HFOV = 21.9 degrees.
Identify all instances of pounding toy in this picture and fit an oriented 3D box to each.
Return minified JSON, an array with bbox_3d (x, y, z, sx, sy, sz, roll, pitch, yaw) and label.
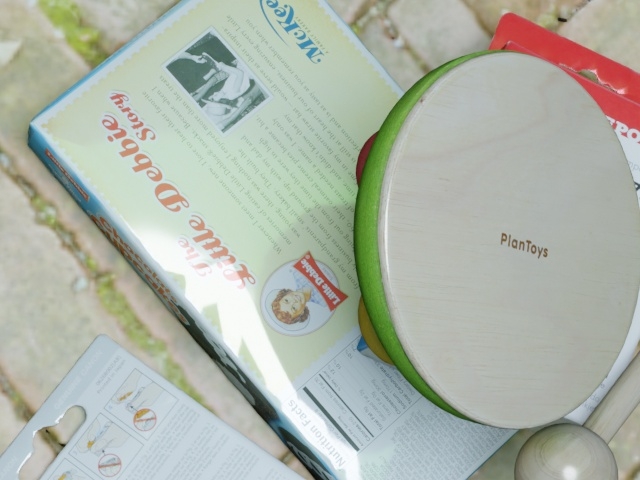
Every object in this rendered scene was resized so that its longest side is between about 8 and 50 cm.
[{"bbox_3d":[0.079,0.018,0.847,0.237,0.110,0.183,47,60,-29],"label":"pounding toy"}]

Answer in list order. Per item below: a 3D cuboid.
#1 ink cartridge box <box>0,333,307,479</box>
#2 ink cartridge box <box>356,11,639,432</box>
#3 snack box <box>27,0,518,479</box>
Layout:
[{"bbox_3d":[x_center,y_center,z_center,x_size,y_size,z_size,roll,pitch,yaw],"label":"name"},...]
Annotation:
[{"bbox_3d":[-0.100,0.163,0.961,0.179,0.045,0.145,34,76,16],"label":"ink cartridge box"},{"bbox_3d":[0.130,-0.018,0.942,0.134,0.078,0.231,25,75,-6],"label":"ink cartridge box"},{"bbox_3d":[0.000,0.000,0.985,0.187,0.060,0.322,-40,89,-15],"label":"snack box"}]
